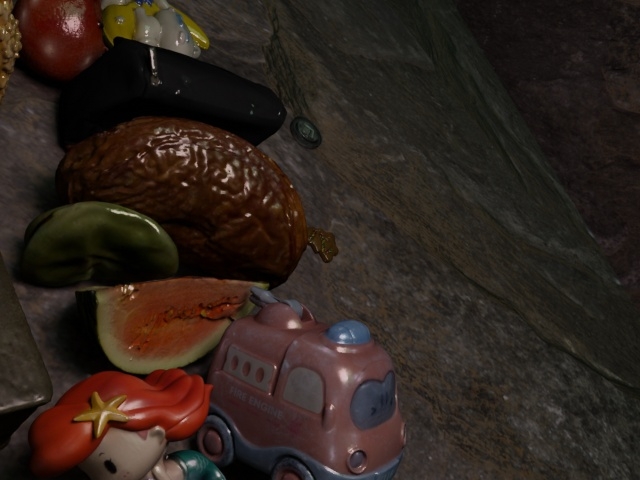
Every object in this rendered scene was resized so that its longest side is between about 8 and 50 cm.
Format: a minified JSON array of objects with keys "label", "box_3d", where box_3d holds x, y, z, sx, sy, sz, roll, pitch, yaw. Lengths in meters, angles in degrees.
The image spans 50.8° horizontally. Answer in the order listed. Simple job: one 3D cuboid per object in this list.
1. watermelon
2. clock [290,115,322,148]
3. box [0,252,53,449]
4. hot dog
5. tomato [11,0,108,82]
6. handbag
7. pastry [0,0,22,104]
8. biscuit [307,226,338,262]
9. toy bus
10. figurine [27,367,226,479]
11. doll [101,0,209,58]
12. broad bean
[{"label":"watermelon","box_3d":[-0.222,0.120,0.936,0.303,0.159,0.129,3,80,-53]},{"label":"clock","box_3d":[-0.032,-0.245,1.530,0.085,0.017,0.085,27,42,-28]},{"label":"box","box_3d":[-0.436,0.101,0.720,0.184,0.143,0.273,-9,65,-49]},{"label":"hot dog","box_3d":[-0.200,-0.059,1.022,0.387,0.267,0.174,27,60,-30]},{"label":"tomato","box_3d":[-0.427,-0.338,1.103,0.167,0.167,0.167,27,43,-28]},{"label":"handbag","box_3d":[-0.236,-0.234,1.097,0.301,0.275,0.178,7,62,-43]},{"label":"pastry","box_3d":[-0.481,-0.275,0.855,0.184,0.284,0.316,-9,104,-37]},{"label":"biscuit","box_3d":[0.000,0.000,1.357,0.092,0.016,0.082,37,39,-20]},{"label":"toy bus","box_3d":[-0.021,0.204,0.922,0.197,0.294,0.232,-2,105,-54]},{"label":"figurine","box_3d":[-0.195,0.252,0.789,0.208,0.181,0.257,-40,103,-24]},{"label":"doll","box_3d":[-0.308,-0.397,1.301,0.237,0.111,0.252,11,43,-41]},{"label":"broad bean","box_3d":[-0.300,0.009,0.920,0.206,0.153,0.072,-3,54,-13]}]
